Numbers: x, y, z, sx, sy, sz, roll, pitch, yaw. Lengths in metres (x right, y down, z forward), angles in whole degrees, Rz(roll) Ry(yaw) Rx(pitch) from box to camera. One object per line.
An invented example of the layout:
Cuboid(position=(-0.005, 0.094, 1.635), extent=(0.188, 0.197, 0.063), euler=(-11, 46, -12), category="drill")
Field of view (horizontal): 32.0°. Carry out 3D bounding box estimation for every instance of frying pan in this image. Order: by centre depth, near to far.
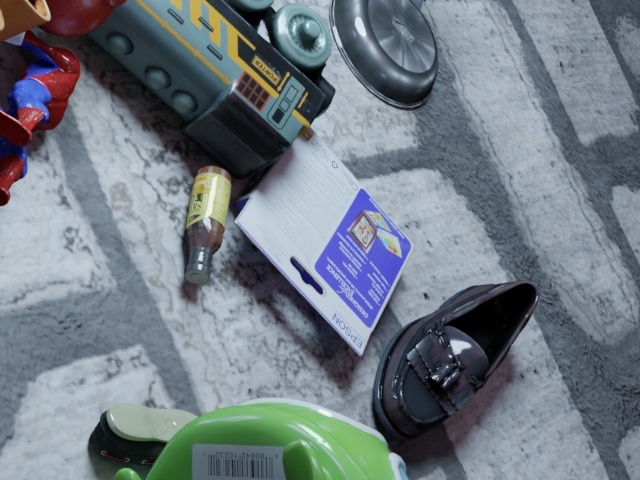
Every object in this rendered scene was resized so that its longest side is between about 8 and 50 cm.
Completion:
Cuboid(position=(0.131, -0.296, 1.568), extent=(0.326, 0.053, 0.197), euler=(-30, 91, -48), category="frying pan")

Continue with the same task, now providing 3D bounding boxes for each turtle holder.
Cuboid(position=(-0.008, 0.285, 0.907), extent=(0.320, 0.243, 0.227), euler=(61, 21, 15), category="turtle holder")

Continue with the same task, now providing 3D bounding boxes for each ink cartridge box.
Cuboid(position=(0.000, 0.000, 1.240), extent=(0.206, 0.045, 0.208), euler=(48, 39, -15), category="ink cartridge box")

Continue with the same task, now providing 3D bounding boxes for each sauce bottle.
Cuboid(position=(-0.116, -0.016, 1.127), extent=(0.042, 0.042, 0.128), euler=(32, 45, -31), category="sauce bottle")

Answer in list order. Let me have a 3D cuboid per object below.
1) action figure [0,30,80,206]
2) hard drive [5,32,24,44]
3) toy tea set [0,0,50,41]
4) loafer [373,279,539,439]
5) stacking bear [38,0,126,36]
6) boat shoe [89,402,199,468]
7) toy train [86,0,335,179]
Cuboid(position=(-0.285, -0.129, 0.950), extent=(0.139, 0.091, 0.280), euler=(25, 18, -9), category="action figure")
Cuboid(position=(-0.373, -0.314, 0.849), extent=(0.353, 0.047, 0.233), euler=(15, 98, -21), category="hard drive")
Cuboid(position=(-0.244, -0.216, 0.720), extent=(0.200, 0.124, 0.336), euler=(59, 5, -11), category="toy tea set")
Cuboid(position=(0.164, 0.121, 1.302), extent=(0.109, 0.095, 0.302), euler=(57, 39, -4), category="loafer")
Cuboid(position=(-0.299, -0.295, 0.988), extent=(0.289, 0.175, 0.164), euler=(36, 59, -20), category="stacking bear")
Cuboid(position=(-0.141, 0.177, 0.986), extent=(0.133, 0.042, 0.049), euler=(20, 33, -39), category="boat shoe")
Cuboid(position=(-0.127, -0.220, 1.177), extent=(0.334, 0.142, 0.190), euler=(42, 52, -21), category="toy train")
